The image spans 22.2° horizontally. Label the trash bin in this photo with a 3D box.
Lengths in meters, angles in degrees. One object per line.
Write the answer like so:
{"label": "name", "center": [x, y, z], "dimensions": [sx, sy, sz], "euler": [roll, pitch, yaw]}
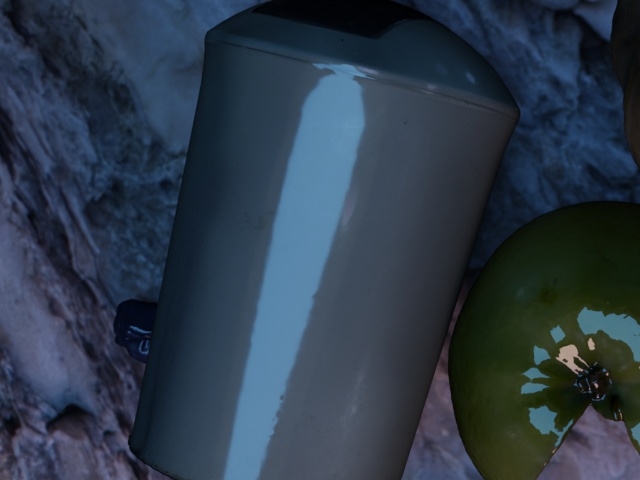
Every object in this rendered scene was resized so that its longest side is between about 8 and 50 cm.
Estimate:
{"label": "trash bin", "center": [0.000, 0.000, 1.423], "dimensions": [0.280, 0.280, 0.432], "euler": [15, 94, 15]}

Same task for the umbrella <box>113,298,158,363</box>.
{"label": "umbrella", "center": [-0.086, 0.110, 1.597], "dimensions": [0.248, 0.071, 0.071], "euler": [14, 100, 10]}

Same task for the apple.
{"label": "apple", "center": [0.250, 0.110, 1.391], "dimensions": [0.292, 0.254, 0.292], "euler": [1, 92, 16]}

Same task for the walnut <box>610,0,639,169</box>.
{"label": "walnut", "center": [0.354, -0.143, 1.330], "dimensions": [0.248, 0.248, 0.248], "euler": [2, 97, 17]}
